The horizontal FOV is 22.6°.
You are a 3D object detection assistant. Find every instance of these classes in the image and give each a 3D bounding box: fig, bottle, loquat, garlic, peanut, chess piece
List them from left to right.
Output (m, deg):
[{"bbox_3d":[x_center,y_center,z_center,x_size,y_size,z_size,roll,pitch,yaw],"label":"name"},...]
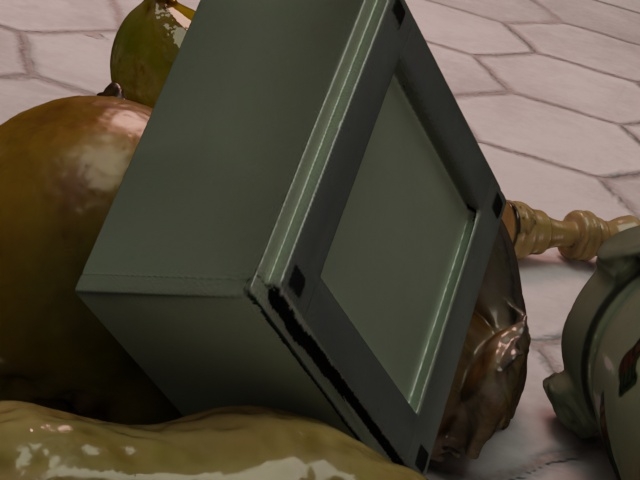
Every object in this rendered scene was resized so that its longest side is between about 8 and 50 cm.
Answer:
[{"bbox_3d":[-0.139,0.001,0.990,0.213,0.213,0.246,11,55,-8],"label":"loquat"},{"bbox_3d":[-0.136,-0.163,1.580,0.153,0.121,0.136,33,10,-17],"label":"fig"},{"bbox_3d":[-0.066,0.150,0.807,0.318,0.148,0.147,10,21,-2],"label":"peanut"},{"bbox_3d":[0.035,0.056,1.143,0.292,0.210,0.237,27,59,25],"label":"garlic"},{"bbox_3d":[0.237,-0.004,1.493,0.172,0.060,0.060,5,22,-27],"label":"chess piece"},{"bbox_3d":[0.283,0.099,1.058,0.229,0.229,0.352,10,14,-11],"label":"bottle"}]

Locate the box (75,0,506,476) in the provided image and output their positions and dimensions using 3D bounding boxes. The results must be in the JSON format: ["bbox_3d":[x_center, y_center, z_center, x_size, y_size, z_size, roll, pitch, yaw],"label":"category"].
[{"bbox_3d":[0.000,0.000,0.909,0.117,0.225,0.225,2,56,28],"label":"box"}]
